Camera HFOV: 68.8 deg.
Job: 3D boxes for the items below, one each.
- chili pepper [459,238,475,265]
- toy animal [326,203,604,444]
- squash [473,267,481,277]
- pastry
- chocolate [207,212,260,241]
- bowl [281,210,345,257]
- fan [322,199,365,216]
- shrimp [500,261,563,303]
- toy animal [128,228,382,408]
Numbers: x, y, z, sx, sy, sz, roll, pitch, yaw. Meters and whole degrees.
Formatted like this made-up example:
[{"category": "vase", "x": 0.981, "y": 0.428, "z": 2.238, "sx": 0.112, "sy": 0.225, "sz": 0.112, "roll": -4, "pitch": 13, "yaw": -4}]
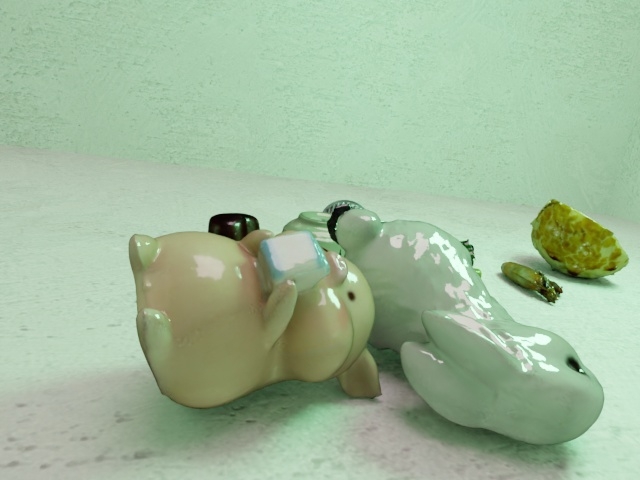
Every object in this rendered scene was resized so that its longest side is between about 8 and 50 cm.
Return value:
[{"category": "chili pepper", "x": 0.244, "y": 0.040, "z": 1.110, "sx": 0.226, "sy": 0.059, "sz": 0.088, "roll": -5, "pitch": 21, "yaw": 8}, {"category": "toy animal", "x": 0.161, "y": 0.102, "z": 0.593, "sx": 0.257, "sy": 0.194, "sz": 0.357, "roll": 30, "pitch": 7, "yaw": -36}, {"category": "squash", "x": 0.341, "y": 0.077, "z": 1.117, "sx": 0.083, "sy": 0.028, "sz": 0.027, "roll": 6, "pitch": 14, "yaw": -14}, {"category": "pastry", "x": 0.699, "y": 0.012, "z": 1.302, "sx": 0.256, "sy": 0.170, "sz": 0.236, "roll": 53, "pitch": 19, "yaw": 29}, {"category": "chocolate", "x": -0.204, "y": -0.028, "z": 1.097, "sx": 0.125, "sy": 0.080, "sz": 0.148, "roll": 16, "pitch": 17, "yaw": 27}, {"category": "bowl", "x": 0.000, "y": 0.000, "z": 1.050, "sx": 0.211, "sy": 0.112, "sz": 0.211, "roll": 6, "pitch": 14, "yaw": -2}, {"category": "fan", "x": 0.112, "y": -0.013, "z": 1.174, "sx": 0.244, "sy": 0.130, "sz": 0.074, "roll": 22, "pitch": 32, "yaw": -4}, {"category": "shrimp", "x": 0.522, "y": 0.101, "z": 1.124, "sx": 0.133, "sy": 0.053, "sz": 0.236, "roll": 28, "pitch": 8, "yaw": -8}, {"category": "toy animal", "x": -0.059, "y": 0.070, "z": 0.507, "sx": 0.256, "sy": 0.213, "sz": 0.195, "roll": -6, "pitch": 52, "yaw": -18}]
